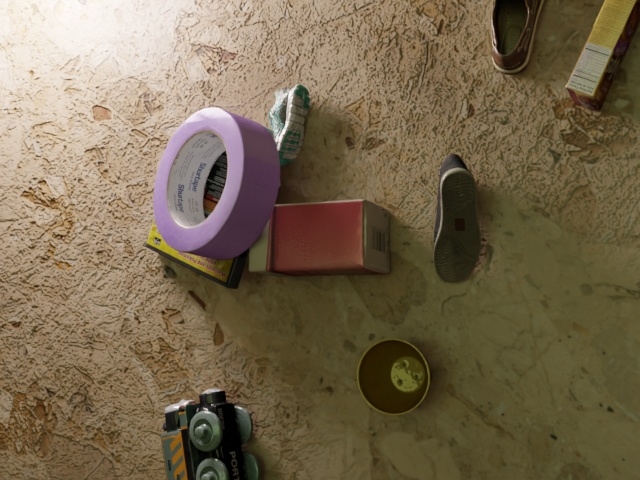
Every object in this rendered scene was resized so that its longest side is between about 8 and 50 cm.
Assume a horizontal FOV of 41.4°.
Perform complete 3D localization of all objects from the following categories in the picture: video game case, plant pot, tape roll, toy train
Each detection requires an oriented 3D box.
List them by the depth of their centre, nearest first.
[{"bbox_3d":[0.144,0.243,1.526,0.134,0.095,0.134,-2,84,23],"label":"plant pot"},{"bbox_3d":[-0.199,-0.105,1.586,0.275,0.090,0.274,-16,67,43],"label":"tape roll"},{"bbox_3d":[-0.220,0.461,1.641,0.190,0.142,0.333,-18,77,30],"label":"toy train"},{"bbox_3d":[-0.229,-0.063,1.706,0.275,0.035,0.248,22,97,40],"label":"video game case"}]

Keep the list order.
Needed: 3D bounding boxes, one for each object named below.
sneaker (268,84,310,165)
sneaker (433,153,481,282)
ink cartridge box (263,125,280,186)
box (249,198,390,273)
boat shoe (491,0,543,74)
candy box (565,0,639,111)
[{"bbox_3d":[-0.073,-0.231,1.701,0.076,0.065,0.166,12,85,40],"label":"sneaker"},{"bbox_3d":[0.248,-0.041,1.533,0.083,0.118,0.222,4,114,5],"label":"sneaker"},{"bbox_3d":[-0.136,-0.159,1.715,0.089,0.052,0.122,-12,78,23],"label":"ink cartridge box"},{"bbox_3d":[0.000,0.000,1.586,0.232,0.149,0.126,-3,82,24],"label":"box"},{"bbox_3d":[0.352,-0.433,1.514,0.095,0.095,0.257,1,84,23],"label":"boat shoe"},{"bbox_3d":[0.484,-0.323,1.439,0.053,0.109,0.186,27,95,24],"label":"candy box"}]
